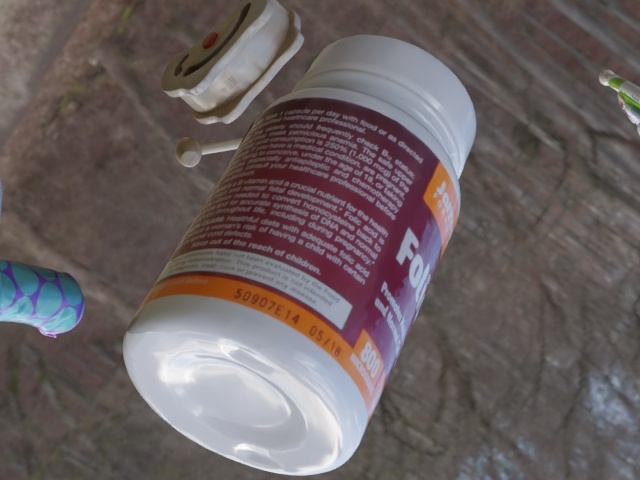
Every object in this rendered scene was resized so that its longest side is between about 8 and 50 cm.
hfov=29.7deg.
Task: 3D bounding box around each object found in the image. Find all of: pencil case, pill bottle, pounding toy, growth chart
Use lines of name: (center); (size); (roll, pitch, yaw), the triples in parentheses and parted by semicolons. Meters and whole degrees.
pencil case: (-0.292, 0.056, 1.168); (0.152, 0.065, 0.070); (19, 85, -67)
pill bottle: (0.000, 0.000, 1.133); (0.224, 0.224, 0.392); (-39, -161, 52)
pounding toy: (-0.119, -0.222, 1.732); (0.269, 0.155, 0.154); (-48, -151, 2)
growth chart: (0.328, -0.045, 1.105); (0.021, 0.237, 0.172); (-26, -169, 5)

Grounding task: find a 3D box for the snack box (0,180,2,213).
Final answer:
snack box: (-0.422, -0.042, 1.399); (0.141, 0.100, 0.037); (-126, -148, -67)
